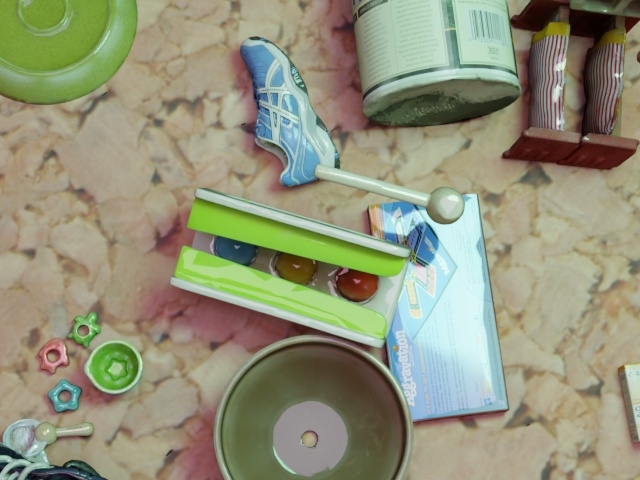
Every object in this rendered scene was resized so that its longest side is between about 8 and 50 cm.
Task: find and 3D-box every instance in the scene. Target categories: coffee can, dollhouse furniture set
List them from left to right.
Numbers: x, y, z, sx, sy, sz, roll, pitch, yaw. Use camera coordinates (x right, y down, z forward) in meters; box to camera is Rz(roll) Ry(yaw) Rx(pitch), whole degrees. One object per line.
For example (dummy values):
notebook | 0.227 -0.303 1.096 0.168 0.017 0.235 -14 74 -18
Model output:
coffee can | 0.136 -0.304 1.825 0.201 0.201 0.275 -5 79 -4
dollhouse furniture set | 0.343 -0.234 1.738 0.152 0.374 0.201 6 76 -6

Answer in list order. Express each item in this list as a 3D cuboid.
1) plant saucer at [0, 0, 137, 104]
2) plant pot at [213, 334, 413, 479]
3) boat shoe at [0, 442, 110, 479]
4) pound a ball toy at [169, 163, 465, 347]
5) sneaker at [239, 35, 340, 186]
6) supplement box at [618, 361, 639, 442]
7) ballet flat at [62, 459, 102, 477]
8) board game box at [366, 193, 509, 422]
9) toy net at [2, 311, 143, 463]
plant saucer | -0.360 -0.298 1.881 0.240 0.037 0.241 1 77 -3
plant pot | -0.010 0.238 1.750 0.237 0.110 0.237 0 78 -2
boat shoe | -0.354 0.275 1.625 0.340 0.158 0.127 23 60 -10
pound a ball toy | 0.000 0.000 1.772 0.319 0.136 0.208 16 92 5
sneaker | -0.054 -0.166 1.848 0.081 0.080 0.211 -26 80 -11
supplement box | 0.417 0.202 1.818 0.062 0.036 0.099 -9 79 -4
ballet flat | -0.257 0.337 1.745 0.057 0.049 0.173 -43 84 -10
board game box | 0.148 0.085 1.833 0.145 0.027 0.281 -6 79 -5
toy net | -0.327 0.200 1.773 0.122 0.045 0.232 41 79 5
